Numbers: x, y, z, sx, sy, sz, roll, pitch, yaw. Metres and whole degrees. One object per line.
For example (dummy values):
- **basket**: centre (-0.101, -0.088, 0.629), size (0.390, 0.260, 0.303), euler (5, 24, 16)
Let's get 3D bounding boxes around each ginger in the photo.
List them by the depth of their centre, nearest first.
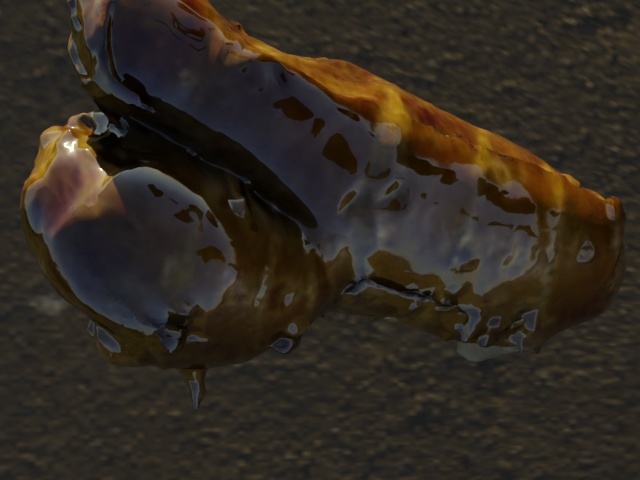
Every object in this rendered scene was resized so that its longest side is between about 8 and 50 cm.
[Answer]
- **ginger**: centre (0.000, 0.000, 1.228), size (0.176, 0.418, 0.254), euler (28, 99, 66)
